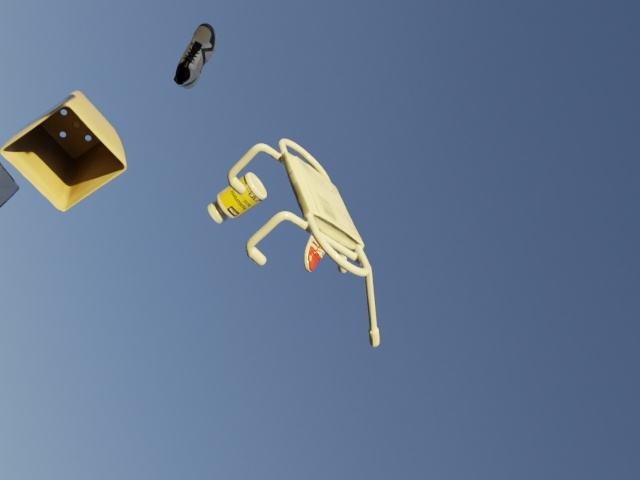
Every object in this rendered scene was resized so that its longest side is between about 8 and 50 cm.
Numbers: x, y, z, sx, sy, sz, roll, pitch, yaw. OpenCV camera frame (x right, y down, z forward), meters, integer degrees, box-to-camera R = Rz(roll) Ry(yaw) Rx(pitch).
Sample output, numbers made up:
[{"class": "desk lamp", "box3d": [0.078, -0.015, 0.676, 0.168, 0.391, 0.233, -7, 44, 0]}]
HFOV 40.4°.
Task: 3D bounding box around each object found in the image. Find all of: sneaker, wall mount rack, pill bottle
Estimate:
[{"class": "sneaker", "box3d": [-0.194, -0.283, 1.344, 0.040, 0.044, 0.109, 26, -74, 7]}, {"class": "wall mount rack", "box3d": [0.000, 0.000, 1.374, 0.130, 0.304, 0.350, -44, -146, 17]}, {"class": "sneaker", "box3d": [0.010, 0.012, 1.758, 0.067, 0.042, 0.118, 5, -119, 22]}, {"class": "pill bottle", "box3d": [-0.175, -0.084, 1.801, 0.116, 0.065, 0.065, -34, -113, 15]}]

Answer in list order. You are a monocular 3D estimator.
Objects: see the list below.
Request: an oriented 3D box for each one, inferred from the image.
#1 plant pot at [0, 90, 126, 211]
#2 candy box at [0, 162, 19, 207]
[{"class": "plant pot", "box3d": [-0.313, -0.124, 1.085, 0.109, 0.109, 0.096, -31, -148, 15]}, {"class": "candy box", "box3d": [-0.530, -0.040, 1.163, 0.196, 0.165, 0.070, -1, -48, 37]}]
